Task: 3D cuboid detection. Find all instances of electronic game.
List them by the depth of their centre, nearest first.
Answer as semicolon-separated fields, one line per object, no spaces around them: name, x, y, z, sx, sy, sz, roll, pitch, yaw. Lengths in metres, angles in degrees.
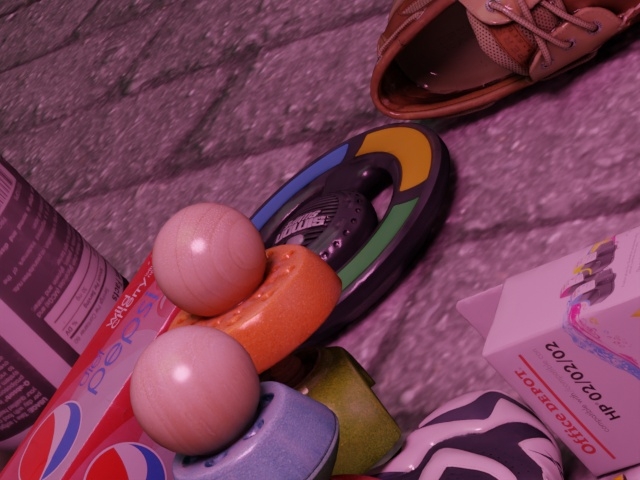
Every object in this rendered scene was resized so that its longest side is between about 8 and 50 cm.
electronic game;0.000;0.000;1.424;0.229;0.048;0.229;-34;25;19

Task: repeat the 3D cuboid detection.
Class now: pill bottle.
pill bottle;-0.230;0.051;1.412;0.162;0.278;0.162;-34;25;18

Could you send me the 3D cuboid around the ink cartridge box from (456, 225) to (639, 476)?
ink cartridge box;0.159;0.056;1.005;0.181;0.104;0.061;-25;29;38

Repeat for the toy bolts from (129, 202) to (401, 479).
toy bolts;-0.064;0.100;0.981;0.218;0.158;0.228;-37;20;-1

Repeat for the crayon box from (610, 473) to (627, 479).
crayon box;0.034;0.304;0.781;0.313;0.106;0.363;-34;25;20

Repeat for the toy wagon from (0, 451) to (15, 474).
toy wagon;-0.383;0.260;1.563;0.344;0.068;0.267;-32;25;23

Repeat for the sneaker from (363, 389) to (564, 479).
sneaker;0.034;0.182;1.000;0.235;0.094;0.153;-32;15;0

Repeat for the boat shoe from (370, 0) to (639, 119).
boat shoe;0.155;-0.163;1.371;0.324;0.122;0.120;-29;22;48

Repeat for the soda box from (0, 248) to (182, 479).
soda box;-0.127;0.120;1.326;0.263;0.083;0.092;-57;27;-9
